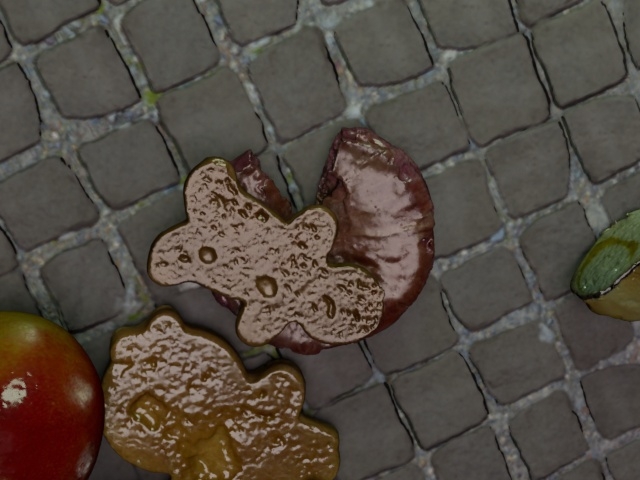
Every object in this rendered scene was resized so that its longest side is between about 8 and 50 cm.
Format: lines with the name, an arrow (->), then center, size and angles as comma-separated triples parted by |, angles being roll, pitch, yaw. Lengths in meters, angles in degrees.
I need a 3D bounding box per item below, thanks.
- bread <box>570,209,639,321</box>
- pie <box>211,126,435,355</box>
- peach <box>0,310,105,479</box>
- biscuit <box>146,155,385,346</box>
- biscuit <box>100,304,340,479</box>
bread -> 0.317, 0.021, 0.898 | 0.094, 0.083, 0.157 | 42, 95, -15
pie -> 0.000, 0.000, 0.871 | 0.219, 0.054, 0.204 | -27, 102, -1
peach -> -0.267, 0.152, 0.796 | 0.198, 0.197, 0.197 | -1, 101, -7
biscuit -> -0.040, 0.025, 0.830 | 0.205, 0.031, 0.138 | 27, 98, -9
biscuit -> -0.101, 0.171, 0.899 | 0.249, 0.035, 0.184 | 37, 94, -13
